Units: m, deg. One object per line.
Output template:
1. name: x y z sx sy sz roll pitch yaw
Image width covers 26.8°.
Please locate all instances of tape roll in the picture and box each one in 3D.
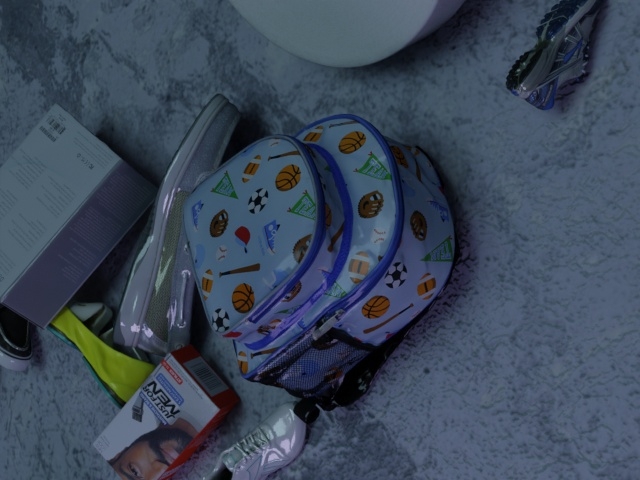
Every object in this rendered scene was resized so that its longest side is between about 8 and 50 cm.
1. tape roll: 0.003 -0.373 1.406 0.392 0.072 0.392 25 131 33

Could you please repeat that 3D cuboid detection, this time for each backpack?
1. backpack: 0.000 0.000 1.386 0.263 0.213 0.276 -35 56 20

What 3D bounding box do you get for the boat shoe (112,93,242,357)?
1. boat shoe: -0.153 -0.015 1.595 0.118 0.103 0.320 -138 68 -83

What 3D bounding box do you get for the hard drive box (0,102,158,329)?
1. hard drive box: -0.347 -0.034 1.722 0.232 0.089 0.181 -49 49 -2

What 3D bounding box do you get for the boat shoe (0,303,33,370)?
1. boat shoe: -0.438 0.081 1.839 0.070 0.077 0.219 -50 51 25

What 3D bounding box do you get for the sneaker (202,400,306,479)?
1. sneaker: -0.072 0.237 1.490 0.152 0.061 0.054 -52 50 20

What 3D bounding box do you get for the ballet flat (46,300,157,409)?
1. ballet flat: -0.282 0.124 1.704 0.077 0.077 0.231 -49 53 -3

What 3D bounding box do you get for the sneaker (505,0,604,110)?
1. sneaker: 0.237 -0.185 1.309 0.135 0.058 0.052 -53 23 -5

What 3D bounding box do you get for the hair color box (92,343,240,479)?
1. hair color box: -0.182 0.214 1.580 0.093 0.053 0.167 46 115 13
